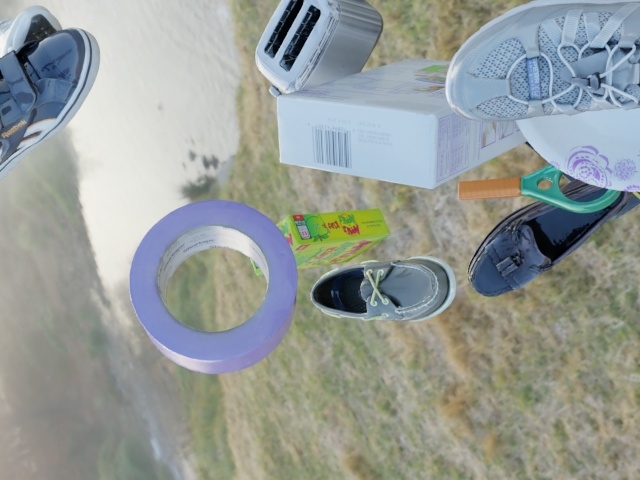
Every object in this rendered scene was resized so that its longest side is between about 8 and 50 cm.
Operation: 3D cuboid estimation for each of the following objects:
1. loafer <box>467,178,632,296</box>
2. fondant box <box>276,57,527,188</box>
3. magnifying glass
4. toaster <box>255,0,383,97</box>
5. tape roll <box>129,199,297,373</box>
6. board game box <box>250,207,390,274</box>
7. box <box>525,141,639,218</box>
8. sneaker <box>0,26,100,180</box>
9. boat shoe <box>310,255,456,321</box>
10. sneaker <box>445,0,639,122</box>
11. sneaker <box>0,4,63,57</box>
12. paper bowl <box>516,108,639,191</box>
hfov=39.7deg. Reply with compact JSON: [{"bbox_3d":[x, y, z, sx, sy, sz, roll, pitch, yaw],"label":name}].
[{"bbox_3d":[0.356,-0.012,1.399,0.109,0.302,0.095,52,-165,0],"label":"loafer"},{"bbox_3d":[0.135,-0.171,1.200,0.238,0.330,0.096,13,117,35],"label":"fondant box"},{"bbox_3d":[0.314,-0.080,1.279,0.026,0.231,0.092,51,-140,-55],"label":"magnifying glass"},{"bbox_3d":[-0.001,-0.327,1.439,0.129,0.146,0.227,45,116,25],"label":"toaster"},{"bbox_3d":[-0.120,0.054,1.024,0.189,0.189,0.080,60,168,15],"label":"tape roll"},{"bbox_3d":[0.000,0.000,1.184,0.092,0.181,0.043,-35,71,39],"label":"board game box"},{"bbox_3d":[0.458,-0.227,1.585,0.322,0.257,0.079,39,138,-8],"label":"box"},{"bbox_3d":[-0.463,-0.196,1.298,0.126,0.321,0.127,55,-162,26],"label":"sneaker"},{"bbox_3d":[0.101,0.086,1.506,0.305,0.091,0.109,-11,81,53],"label":"boat shoe"},{"bbox_3d":[0.250,-0.165,0.791,0.115,0.281,0.105,-80,-26,-64],"label":"sneaker"},{"bbox_3d":[-0.499,-0.315,1.451,0.118,0.110,0.292,57,151,-2],"label":"sneaker"},{"bbox_3d":[0.379,-0.210,1.065,0.284,0.148,0.284,17,134,18],"label":"paper bowl"}]
